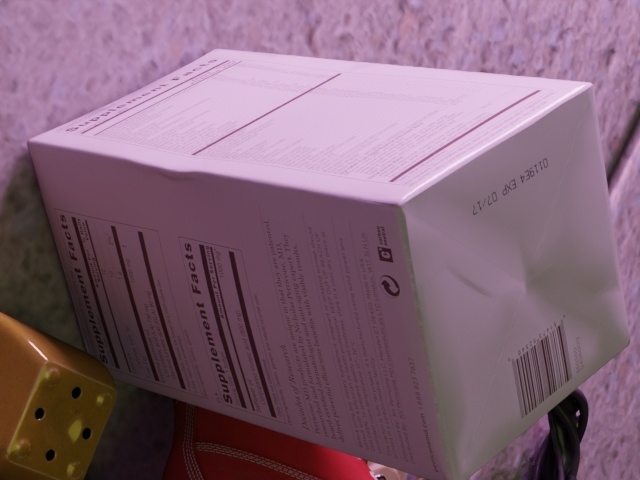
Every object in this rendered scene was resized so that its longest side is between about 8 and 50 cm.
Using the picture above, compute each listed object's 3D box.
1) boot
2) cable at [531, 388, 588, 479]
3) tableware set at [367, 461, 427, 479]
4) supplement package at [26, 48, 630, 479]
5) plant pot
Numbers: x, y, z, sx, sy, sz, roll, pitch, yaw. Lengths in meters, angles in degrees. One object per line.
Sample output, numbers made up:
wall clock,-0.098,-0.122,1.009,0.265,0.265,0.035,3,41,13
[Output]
boot,0.027,0.139,0.856,0.244,0.088,0.176,24,41,-22
cable,0.120,0.158,1.073,0.151,0.047,0.184,26,82,-42
tableware set,0.014,0.214,0.971,0.128,0.039,0.194,-22,119,-52
supplement package,0.000,0.000,0.754,0.139,0.244,0.133,-31,120,-37
plant pot,-0.142,0.076,0.738,0.081,0.083,0.081,33,74,-46
